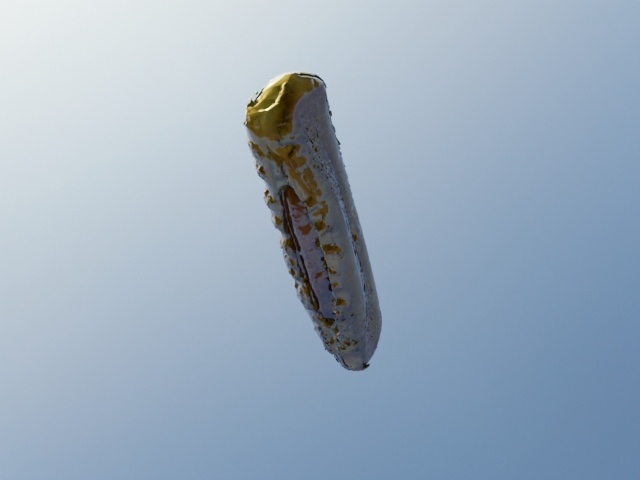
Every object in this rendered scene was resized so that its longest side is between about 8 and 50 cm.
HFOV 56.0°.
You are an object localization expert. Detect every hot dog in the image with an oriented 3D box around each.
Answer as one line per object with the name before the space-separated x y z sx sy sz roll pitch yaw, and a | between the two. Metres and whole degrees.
hot dog | 0.000 -0.001 0.505 0.068 0.289 0.083 -1 -141 22
